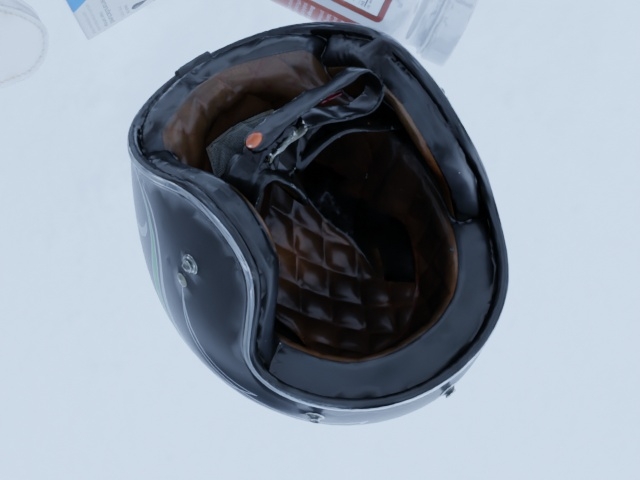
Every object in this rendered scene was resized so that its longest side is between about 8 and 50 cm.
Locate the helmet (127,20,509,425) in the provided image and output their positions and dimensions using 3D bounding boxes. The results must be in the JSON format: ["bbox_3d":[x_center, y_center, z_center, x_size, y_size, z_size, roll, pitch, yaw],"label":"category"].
[{"bbox_3d":[0.000,0.000,0.518,0.169,0.169,0.162,0,130,30],"label":"helmet"}]

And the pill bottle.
[{"bbox_3d":[0.036,-0.248,1.050,0.216,0.121,0.121,26,112,-4],"label":"pill bottle"}]

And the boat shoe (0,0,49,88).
[{"bbox_3d":[-0.292,-0.140,0.849,0.096,0.277,0.098,21,109,26],"label":"boat shoe"}]

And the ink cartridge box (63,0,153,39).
[{"bbox_3d":[-0.189,-0.318,1.176,0.203,0.148,0.086,-32,76,-6],"label":"ink cartridge box"}]
